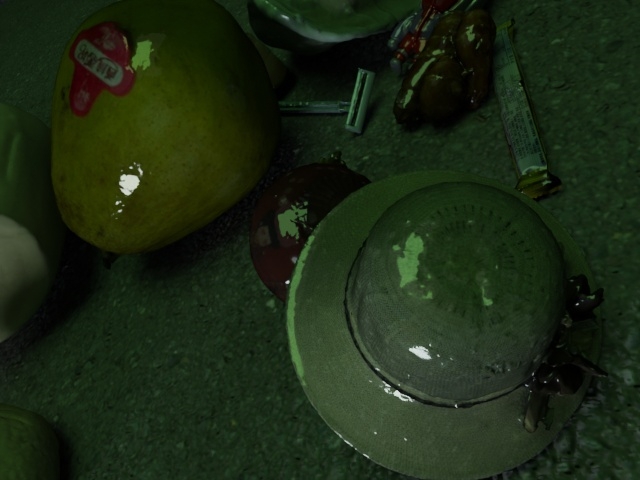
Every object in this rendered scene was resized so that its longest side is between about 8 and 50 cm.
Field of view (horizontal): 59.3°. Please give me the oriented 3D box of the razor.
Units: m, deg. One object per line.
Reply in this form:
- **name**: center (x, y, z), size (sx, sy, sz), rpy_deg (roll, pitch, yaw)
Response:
- **razor**: center (-0.010, -0.194, 0.812), size (0.211, 0.036, 0.084), rpy_deg (11, 84, 46)

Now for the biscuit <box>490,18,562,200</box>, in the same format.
- **biscuit**: center (0.213, -0.158, 0.625), size (0.048, 0.026, 0.291), rpy_deg (-19, 46, 27)

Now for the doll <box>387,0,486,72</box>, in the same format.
- **doll**: center (0.171, -0.320, 0.751), size (0.102, 0.075, 0.227), rpy_deg (28, 84, 31)

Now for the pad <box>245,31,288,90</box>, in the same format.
- **pad**: center (-0.203, -0.244, 0.981), size (0.287, 0.018, 0.284), rpy_deg (-38, 39, 3)

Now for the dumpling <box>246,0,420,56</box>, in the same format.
- **dumpling**: center (0.005, -0.394, 0.833), size (0.270, 0.212, 0.320), rpy_deg (5, 68, 35)

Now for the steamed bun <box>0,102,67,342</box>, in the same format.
- **steamed bun**: center (-0.603, 0.017, 0.843), size (0.456, 0.289, 0.371), rpy_deg (-15, 42, -4)

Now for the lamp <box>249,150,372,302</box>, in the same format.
- **lamp**: center (0.003, 0.004, 0.567), size (0.157, 0.156, 0.135), rpy_deg (-32, -10, -33)

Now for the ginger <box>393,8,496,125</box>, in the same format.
- **ginger**: center (0.159, -0.201, 0.668), size (0.162, 0.073, 0.103), rpy_deg (-60, 29, -2)

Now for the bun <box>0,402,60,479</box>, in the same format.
- **bun**: center (-0.412, 0.287, 0.612), size (0.244, 0.153, 0.243), rpy_deg (-21, 48, 26)

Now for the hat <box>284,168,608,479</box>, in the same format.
- **hat**: center (0.093, 0.036, 0.400), size (0.257, 0.130, 0.257), rpy_deg (-1, 70, 4)

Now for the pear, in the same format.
- **pear**: center (-0.216, -0.131, 0.738), size (0.287, 0.287, 0.375), rpy_deg (33, 101, 46)
